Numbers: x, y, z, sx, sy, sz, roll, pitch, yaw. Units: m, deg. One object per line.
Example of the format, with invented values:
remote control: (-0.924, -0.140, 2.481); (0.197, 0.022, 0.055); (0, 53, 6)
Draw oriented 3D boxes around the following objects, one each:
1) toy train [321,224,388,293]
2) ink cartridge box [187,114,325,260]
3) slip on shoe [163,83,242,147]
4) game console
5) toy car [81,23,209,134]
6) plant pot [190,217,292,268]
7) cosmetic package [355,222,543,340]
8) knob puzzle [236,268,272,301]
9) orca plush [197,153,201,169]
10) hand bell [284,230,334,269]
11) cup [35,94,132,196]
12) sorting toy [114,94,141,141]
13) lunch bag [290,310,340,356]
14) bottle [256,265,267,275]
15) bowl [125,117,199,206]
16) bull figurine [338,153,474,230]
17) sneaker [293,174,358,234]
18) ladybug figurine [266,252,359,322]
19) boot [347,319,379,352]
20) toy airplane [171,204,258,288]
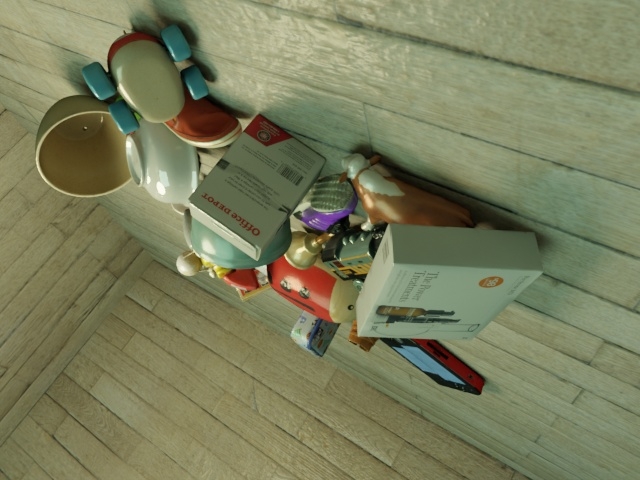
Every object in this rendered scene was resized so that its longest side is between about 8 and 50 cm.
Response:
toy train: (0.140, 0.050, 1.326); (0.190, 0.142, 0.334); (39, 159, -16)
ink cartridge box: (-0.147, -0.121, 1.204); (0.196, 0.273, 0.114); (34, 160, 2)
slip on shoe: (-0.334, -0.326, 1.277); (0.331, 0.123, 0.101); (32, 157, 22)
game console: (0.395, 0.447, 1.950); (0.386, 0.060, 0.342); (39, 159, -9)
toy car: (-0.412, -0.406, 1.169); (0.238, 0.219, 0.210); (57, 172, 31)
plant pot: (-0.219, -0.089, 1.445); (0.292, 0.293, 0.197); (26, 131, 23)
cosmetic package: (0.246, 0.105, 1.099); (0.284, 0.098, 0.377); (1, 150, -6)
knob puzzle: (-0.280, 0.127, 2.122); (0.213, 0.213, 0.030); (36, 160, -4)
orca plush: (-0.493, -0.238, 1.643); (0.287, 0.102, 0.151); (31, 133, 35)
hand bell: (0.000, 0.000, 1.532); (0.126, 0.126, 0.242); (41, 148, -16)
cup: (-0.777, -0.345, 1.710); (0.237, 0.330, 0.331); (54, 173, 34)
sorting toy: (-0.540, -0.409, 1.475); (0.126, 0.126, 0.366); (61, 162, 15)
lunch bag: (-0.001, 0.321, 2.035); (0.114, 0.243, 0.303); (27, 164, 19)
bottle: (-0.152, 0.122, 2.026); (0.282, 0.092, 0.118); (35, 159, -2)
bowl: (-0.449, -0.228, 1.425); (0.297, 0.134, 0.298); (29, 125, 51)
bull figurine: (0.167, -0.068, 1.085); (0.310, 0.101, 0.188); (29, 162, 17)
sneaker: (0.032, -0.076, 1.299); (0.146, 0.102, 0.293); (39, 165, -24)
ladybug figurine: (-0.024, 0.154, 1.795); (0.449, 0.162, 0.305); (22, 157, 32)
boot: (0.136, 0.300, 1.885); (0.197, 0.152, 0.073); (31, 160, 10)
toy airplane: (-0.397, -0.002, 1.789); (0.384, 0.272, 0.386); (33, 161, 50)
